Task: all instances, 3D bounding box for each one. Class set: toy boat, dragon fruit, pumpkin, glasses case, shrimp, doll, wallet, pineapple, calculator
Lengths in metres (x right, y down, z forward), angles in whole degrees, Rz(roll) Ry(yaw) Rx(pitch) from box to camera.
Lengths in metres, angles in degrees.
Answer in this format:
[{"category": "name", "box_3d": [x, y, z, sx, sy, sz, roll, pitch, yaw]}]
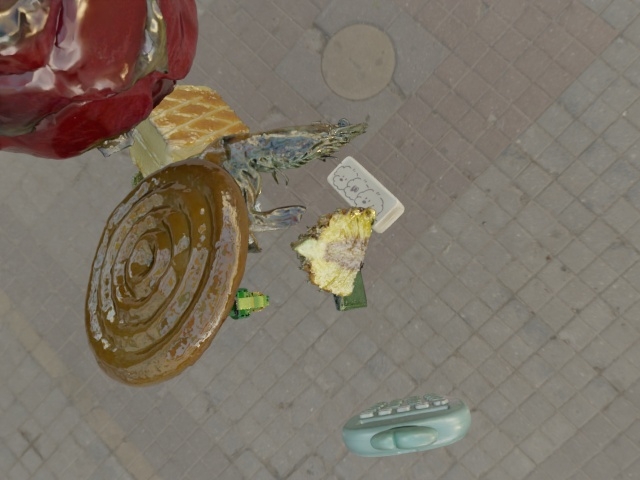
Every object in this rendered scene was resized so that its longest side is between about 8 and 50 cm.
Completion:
[{"category": "toy boat", "box_3d": [-0.713, -0.256, 1.648, 0.016, 0.115, 0.063, 22, 135, 6]}, {"category": "dragon fruit", "box_3d": [-0.282, -0.230, 0.378, 0.328, 0.329, 0.330, 0, 91, 10]}, {"category": "pumpkin", "box_3d": [-0.278, -0.006, 1.390, 0.111, 0.278, 0.163, -34, 94, -7]}, {"category": "glasses case", "box_3d": [0.166, -0.181, 1.581, 0.144, 0.076, 0.336, -45, 53, 7]}, {"category": "shrimp", "box_3d": [-0.040, -0.104, 0.629, 0.295, 0.058, 0.169, -17, 78, -17]}, {"category": "doll", "box_3d": [-0.266, 0.216, 1.425, 0.134, 0.186, 0.107, -16, 78, 48]}, {"category": "wallet", "box_3d": [0.107, 0.163, 1.662, 0.055, 0.160, 0.236, -24, 72, 51]}, {"category": "pineapple", "box_3d": [-0.003, 0.000, 1.401, 0.286, 0.209, 0.345, 8, 106, -29]}, {"category": "calculator", "box_3d": [0.127, 0.270, 0.610, 0.183, 0.295, 0.042, -14, 75, 10]}]

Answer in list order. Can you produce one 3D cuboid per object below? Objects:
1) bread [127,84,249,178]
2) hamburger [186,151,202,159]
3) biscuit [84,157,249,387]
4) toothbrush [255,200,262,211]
[{"category": "bread", "box_3d": [-0.530, -0.409, 1.639, 0.371, 0.390, 0.279, 50, 137, 18]}, {"category": "hamburger", "box_3d": [-0.304, -0.208, 1.213, 0.159, 0.185, 0.131, -12, 106, 36]}, {"category": "biscuit", "box_3d": [-0.182, 0.023, 0.454, 0.261, 0.037, 0.262, -14, 64, 31]}, {"category": "toothbrush", "box_3d": [-0.332, -0.070, 1.243, 0.342, 0.025, 0.030, -11, 123, 16]}]
